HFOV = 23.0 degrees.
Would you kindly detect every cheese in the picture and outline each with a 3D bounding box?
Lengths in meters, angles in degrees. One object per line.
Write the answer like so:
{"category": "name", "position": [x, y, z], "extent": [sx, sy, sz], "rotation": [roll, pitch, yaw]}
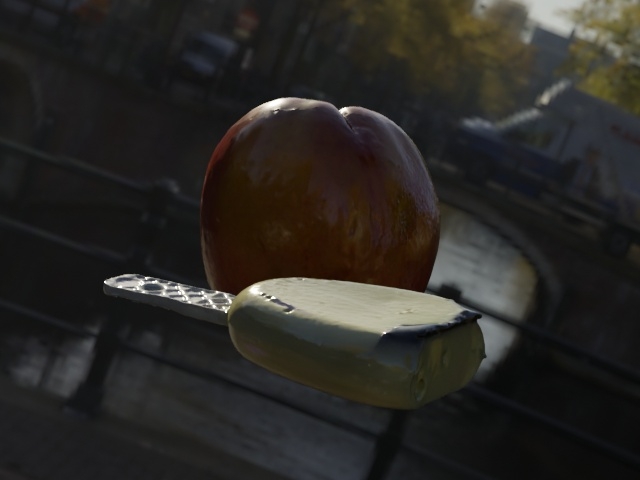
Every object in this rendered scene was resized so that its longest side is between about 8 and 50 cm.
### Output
{"category": "cheese", "position": [-0.029, 0.050, 0.996], "extent": [0.251, 0.054, 0.127], "rotation": [11, 11, 28]}

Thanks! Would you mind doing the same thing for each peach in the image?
{"category": "peach", "position": [0.000, 0.000, 1.542], "extent": [0.238, 0.281, 0.281], "rotation": [1, 12, -14]}
